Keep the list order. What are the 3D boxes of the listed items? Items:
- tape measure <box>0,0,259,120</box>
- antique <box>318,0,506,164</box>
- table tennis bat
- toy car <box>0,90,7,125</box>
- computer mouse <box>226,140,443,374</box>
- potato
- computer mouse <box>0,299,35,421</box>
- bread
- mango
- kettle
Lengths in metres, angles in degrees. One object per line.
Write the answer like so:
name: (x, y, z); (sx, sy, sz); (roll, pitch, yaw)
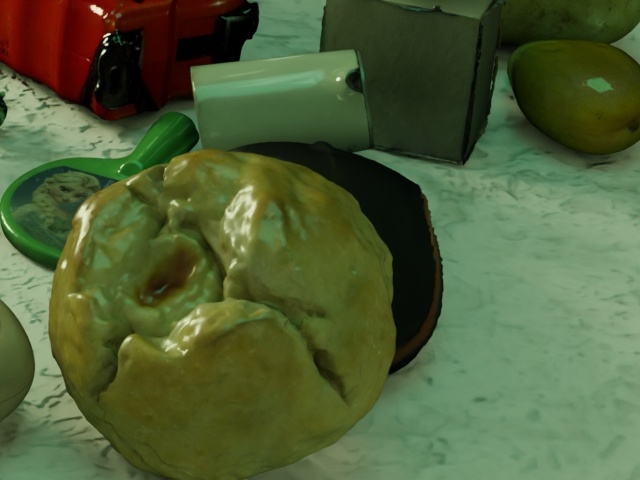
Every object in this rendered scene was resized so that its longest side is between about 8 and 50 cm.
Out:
tape measure: (-0.186, -0.209, 1.868); (0.253, 0.114, 0.260); (28, 30, 36)
antique: (0.087, -0.170, 1.824); (0.151, 0.147, 0.148); (12, 26, 11)
table tennis bat: (-0.162, -0.042, 1.638); (0.160, 0.039, 0.257); (16, 31, 12)
toy car: (-0.328, -0.136, 1.696); (0.143, 0.054, 0.073); (8, 43, -51)
computer mouse: (0.001, -0.004, 1.523); (0.182, 0.116, 0.323); (9, 26, -7)
potato: (0.195, -0.288, 2.044); (0.307, 0.173, 0.210); (3, 30, -14)
computer mouse: (-0.305, 0.090, 1.298); (0.236, 0.082, 0.145); (-9, 32, -25)
bread: (-0.068, 0.039, 1.317); (0.244, 0.134, 0.244); (-6, 59, 11)
mango: (0.240, -0.142, 1.874); (0.130, 0.092, 0.194); (-10, 23, -26)
kettle: (-0.030, -0.102, 1.704); (0.148, 0.127, 0.098); (-9, 45, -2)
